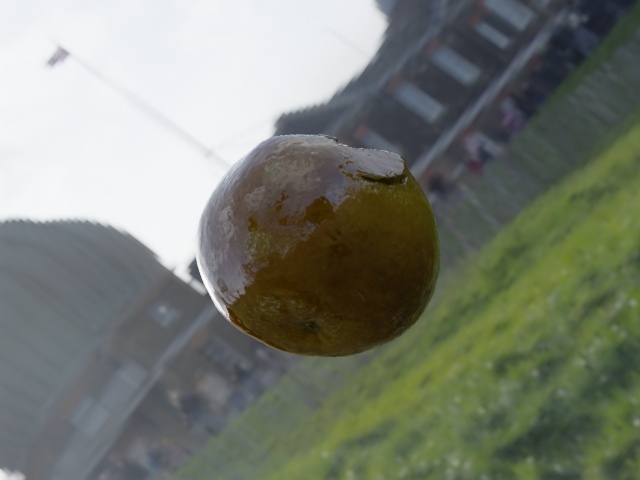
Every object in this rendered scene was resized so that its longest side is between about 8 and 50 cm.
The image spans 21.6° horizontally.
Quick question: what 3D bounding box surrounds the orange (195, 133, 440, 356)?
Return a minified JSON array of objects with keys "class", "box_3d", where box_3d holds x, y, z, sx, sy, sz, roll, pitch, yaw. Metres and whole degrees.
[{"class":"orange","box_3d":[0.000,0.000,1.048,0.155,0.154,0.134,112,169,-52]}]
